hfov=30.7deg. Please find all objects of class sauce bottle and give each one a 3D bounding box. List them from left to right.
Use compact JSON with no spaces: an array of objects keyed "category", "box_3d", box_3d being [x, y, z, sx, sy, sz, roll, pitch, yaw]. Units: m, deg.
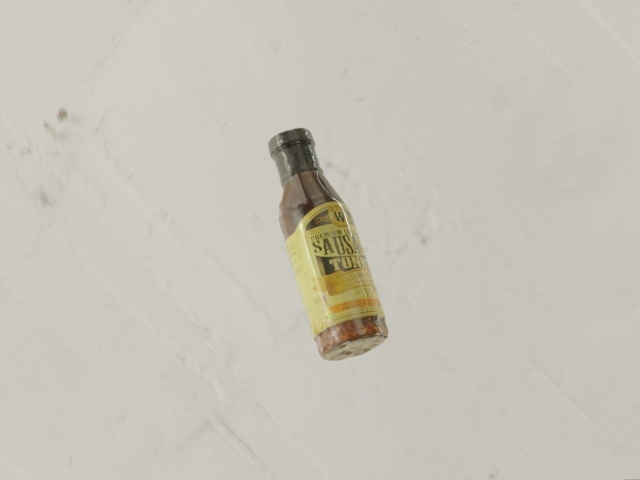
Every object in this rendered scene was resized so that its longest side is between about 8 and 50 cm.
[{"category":"sauce bottle","box_3d":[0.000,0.000,0.631,0.042,0.042,0.128,-15,-108,-12]}]

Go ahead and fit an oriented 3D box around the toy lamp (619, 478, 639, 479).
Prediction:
[{"category":"toy lamp","box_3d":[0.070,0.143,0.456,0.080,0.275,0.080,13,-115,-30]}]
